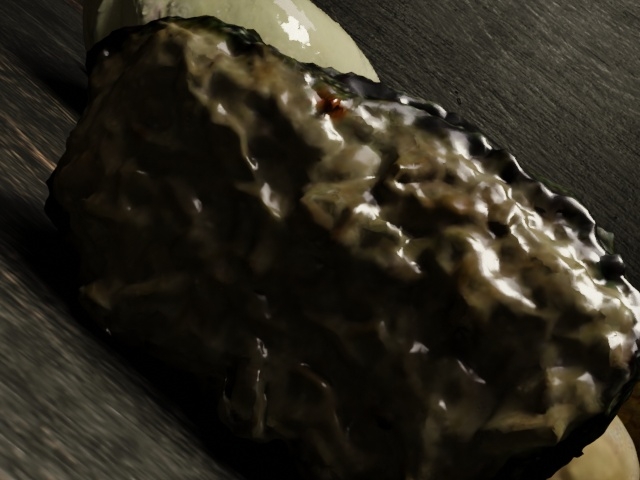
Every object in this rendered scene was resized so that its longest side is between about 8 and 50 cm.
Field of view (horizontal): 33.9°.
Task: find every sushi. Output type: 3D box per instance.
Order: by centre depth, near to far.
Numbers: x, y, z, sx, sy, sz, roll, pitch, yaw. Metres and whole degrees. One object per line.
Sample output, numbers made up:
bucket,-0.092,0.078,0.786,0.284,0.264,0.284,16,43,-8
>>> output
sushi,0.001,0.010,0.580,0.350,0.211,0.171,35,9,20

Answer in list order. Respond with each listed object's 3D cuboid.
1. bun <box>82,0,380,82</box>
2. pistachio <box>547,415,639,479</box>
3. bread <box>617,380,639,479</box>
bun,-0.109,-0.170,1.179,0.365,0.219,0.365,30,-9,5
pistachio,0.123,0.134,0.743,0.223,0.126,0.152,37,-30,33
bread,0.200,0.132,0.849,0.110,0.192,0.210,27,13,-50
